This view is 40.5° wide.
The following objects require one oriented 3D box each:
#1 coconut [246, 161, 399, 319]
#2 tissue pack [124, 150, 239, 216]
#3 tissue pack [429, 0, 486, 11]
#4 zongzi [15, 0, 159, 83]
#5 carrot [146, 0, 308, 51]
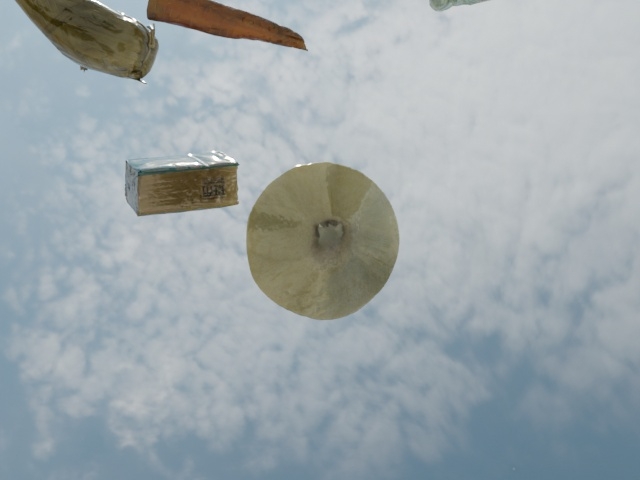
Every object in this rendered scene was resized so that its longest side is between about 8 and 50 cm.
[{"bbox_3d":[0.000,0.000,1.132,0.202,0.222,0.202,0,-90,-5],"label":"coconut"},{"bbox_3d":[-0.226,-0.093,1.415,0.169,0.120,0.082,-8,-72,-21],"label":"tissue pack"},{"bbox_3d":[0.293,-0.521,1.107,0.405,0.205,0.331,-27,-71,-18],"label":"tissue pack"},{"bbox_3d":[-0.346,-0.316,1.259,0.195,0.197,0.099,20,-102,38],"label":"zongzi"},{"bbox_3d":[-0.123,-0.303,1.197,0.224,0.057,0.057,14,-102,-6],"label":"carrot"}]
